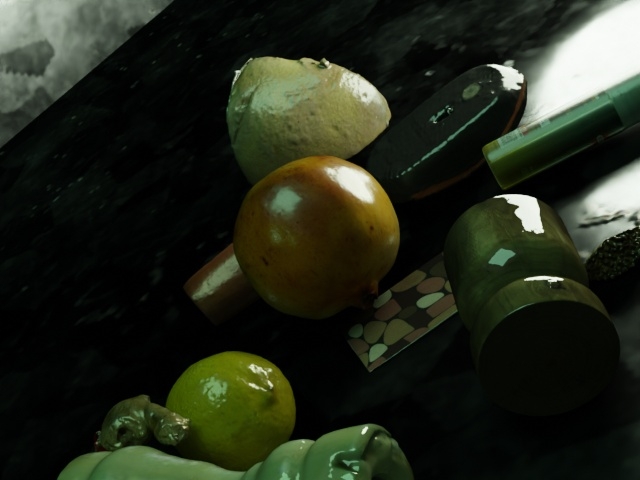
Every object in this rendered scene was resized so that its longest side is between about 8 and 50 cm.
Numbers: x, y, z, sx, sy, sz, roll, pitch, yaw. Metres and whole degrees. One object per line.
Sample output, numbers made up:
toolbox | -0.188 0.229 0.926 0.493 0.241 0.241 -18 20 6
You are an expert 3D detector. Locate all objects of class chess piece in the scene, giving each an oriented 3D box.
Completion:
chess piece | -0.108 0.348 1.538 0.442 0.234 0.234 -15 34 26

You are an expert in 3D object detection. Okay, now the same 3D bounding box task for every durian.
durian | 0.413 0.018 1.708 0.130 0.052 0.066 -36 -10 -10

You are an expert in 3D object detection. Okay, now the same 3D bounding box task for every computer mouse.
computer mouse | 0.219 -0.168 2.091 0.323 0.116 0.183 -37 28 7

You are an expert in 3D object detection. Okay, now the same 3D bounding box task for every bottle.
bottle | 0.400 -0.178 1.956 0.286 0.082 0.082 -28 29 12

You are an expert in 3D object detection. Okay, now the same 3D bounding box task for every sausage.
sausage | -0.108 0.038 2.120 0.259 0.113 0.113 -36 29 -2

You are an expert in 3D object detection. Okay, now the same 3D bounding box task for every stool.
stool | 0.266 0.078 1.606 0.179 0.179 0.264 -28 29 11

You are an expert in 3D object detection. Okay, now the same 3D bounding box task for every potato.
potato | -0.036 -0.235 2.365 0.264 0.211 0.189 -6 38 35

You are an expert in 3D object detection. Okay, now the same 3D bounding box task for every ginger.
ginger | -0.250 0.258 1.691 0.096 0.067 0.165 -34 21 -31

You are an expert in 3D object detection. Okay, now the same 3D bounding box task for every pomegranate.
pomegranate | 0.000 0.000 1.936 0.264 0.264 0.264 -25 30 16

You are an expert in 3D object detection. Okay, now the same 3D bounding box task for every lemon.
lemon | -0.130 0.247 1.756 0.203 0.178 0.178 -28 25 44

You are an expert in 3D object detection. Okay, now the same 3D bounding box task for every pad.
pad | 0.144 0.097 1.880 0.235 0.003 0.158 -35 29 -2

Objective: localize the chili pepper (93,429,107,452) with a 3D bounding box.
chili pepper | -0.274 0.333 1.778 0.065 0.169 0.088 -31 27 3
